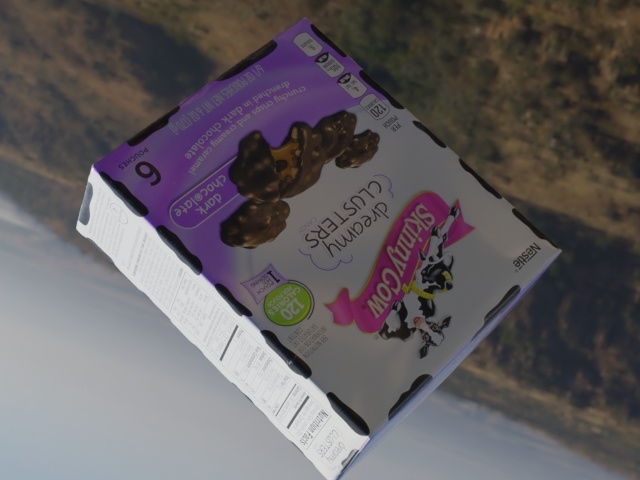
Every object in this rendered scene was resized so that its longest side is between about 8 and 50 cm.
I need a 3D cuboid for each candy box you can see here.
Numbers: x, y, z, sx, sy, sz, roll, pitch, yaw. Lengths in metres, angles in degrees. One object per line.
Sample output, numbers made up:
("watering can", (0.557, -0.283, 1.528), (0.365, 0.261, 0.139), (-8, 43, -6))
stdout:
("candy box", (0.000, 0.000, 0.716), (0.196, 0.165, 0.070), (43, 148, 10))
